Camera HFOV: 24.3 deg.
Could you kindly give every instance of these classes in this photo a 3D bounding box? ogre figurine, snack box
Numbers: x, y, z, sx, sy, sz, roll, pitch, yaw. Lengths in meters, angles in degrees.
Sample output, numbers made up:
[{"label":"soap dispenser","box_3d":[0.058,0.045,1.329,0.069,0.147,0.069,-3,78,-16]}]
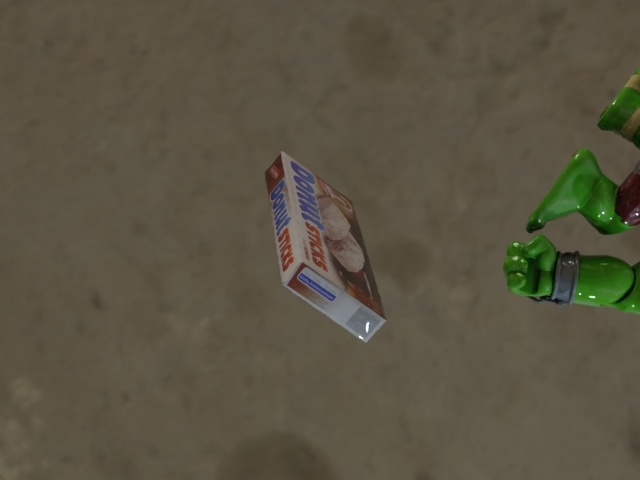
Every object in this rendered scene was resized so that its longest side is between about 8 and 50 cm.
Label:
[{"label":"ogre figurine","box_3d":[0.207,-0.027,0.898,0.118,0.197,0.097,36,152,8]},{"label":"snack box","box_3d":[0.000,0.000,0.924,0.064,0.178,0.022,35,106,-19]}]

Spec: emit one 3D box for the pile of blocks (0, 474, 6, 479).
[{"label":"pile of blocks","box_3d":[-0.172,0.195,0.505,0.112,0.149,0.362,38,115,26]}]
